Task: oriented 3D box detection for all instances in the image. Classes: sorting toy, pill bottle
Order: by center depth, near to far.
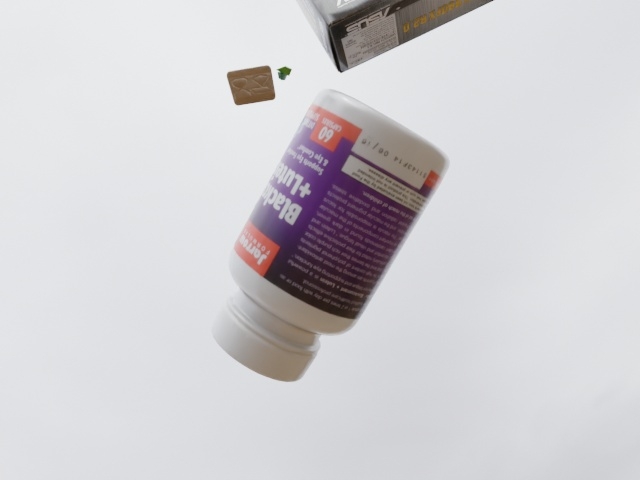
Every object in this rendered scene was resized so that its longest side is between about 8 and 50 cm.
[{"bbox_3d":[0.000,0.000,0.415,0.108,0.108,0.193,23,-79,-40],"label":"pill bottle"},{"bbox_3d":[-0.076,-0.205,0.743,0.083,0.012,0.062,-10,-26,-2],"label":"sorting toy"}]

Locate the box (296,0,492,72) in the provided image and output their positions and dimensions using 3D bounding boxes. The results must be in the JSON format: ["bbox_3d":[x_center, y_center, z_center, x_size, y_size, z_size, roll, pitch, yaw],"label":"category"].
[{"bbox_3d":[0.079,-0.264,0.476,0.231,0.183,0.056,-26,-28,1],"label":"box"}]
